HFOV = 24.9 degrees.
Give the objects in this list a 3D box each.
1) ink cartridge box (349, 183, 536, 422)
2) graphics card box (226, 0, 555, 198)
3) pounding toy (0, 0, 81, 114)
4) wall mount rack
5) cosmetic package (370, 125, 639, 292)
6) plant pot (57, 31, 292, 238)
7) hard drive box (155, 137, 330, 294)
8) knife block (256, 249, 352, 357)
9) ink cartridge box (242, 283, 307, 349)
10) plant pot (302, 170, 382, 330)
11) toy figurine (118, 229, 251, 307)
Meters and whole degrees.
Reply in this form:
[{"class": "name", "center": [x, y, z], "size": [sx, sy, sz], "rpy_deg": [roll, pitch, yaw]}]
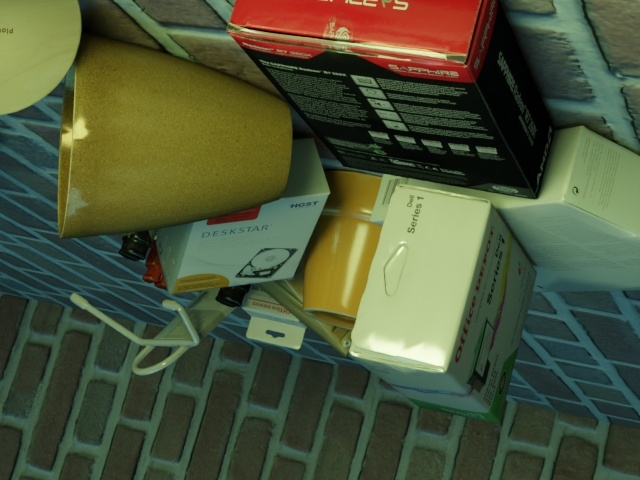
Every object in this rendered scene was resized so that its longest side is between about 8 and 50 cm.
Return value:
[{"class": "ink cartridge box", "center": [0.149, 0.079, 1.672], "size": [0.117, 0.201, 0.278], "rpy_deg": [11, 166, 23]}, {"class": "graphics card box", "center": [0.084, -0.152, 1.417], "size": [0.233, 0.094, 0.371], "rpy_deg": [10, 166, 22]}, {"class": "pounding toy", "center": [-0.371, -0.241, 1.491], "size": [0.237, 0.183, 0.110], "rpy_deg": [26, -170, -39]}, {"class": "wall mount rack", "center": [-0.263, 0.087, 2.595], "size": [0.304, 0.350, 0.130], "rpy_deg": [-2, 123, 46]}, {"class": "cosmetic package", "center": [0.282, -0.025, 1.735], "size": [0.284, 0.097, 0.377], "rpy_deg": [25, 165, -28]}, {"class": "plant pot", "center": [-0.167, -0.112, 1.671], "size": [0.254, 0.237, 0.237], "rpy_deg": [4, 170, -12]}, {"class": "hard drive box", "center": [-0.107, -0.030, 1.893], "size": [0.181, 0.089, 0.232], "rpy_deg": [-8, 153, -18]}, {"class": "knife block", "center": [-0.061, 0.035, 2.214], "size": [0.242, 0.088, 0.275], "rpy_deg": [23, 156, 54]}, {"class": "ink cartridge box", "center": [-0.064, 0.082, 2.444], "size": [0.104, 0.181, 0.061], "rpy_deg": [12, 167, 16]}, {"class": "plant pot", "center": [0.060, 0.025, 2.018], "size": [0.205, 0.188, 0.205], "rpy_deg": [15, 168, 3]}, {"class": "toy figurine", "center": [-0.204, -0.002, 2.362], "size": [0.213, 0.148, 0.209], "rpy_deg": [13, 162, 20]}]
